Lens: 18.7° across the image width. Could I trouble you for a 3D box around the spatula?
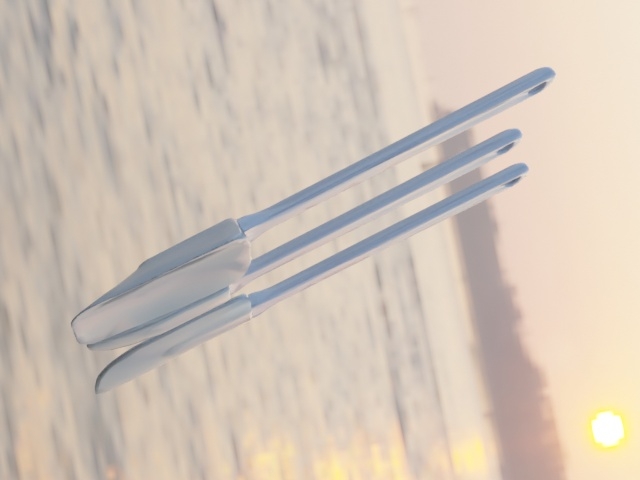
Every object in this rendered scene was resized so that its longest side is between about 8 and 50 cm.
[{"bbox_3d":[0.000,0.000,0.889,0.019,0.242,0.168,61,-10,17],"label":"spatula"}]
